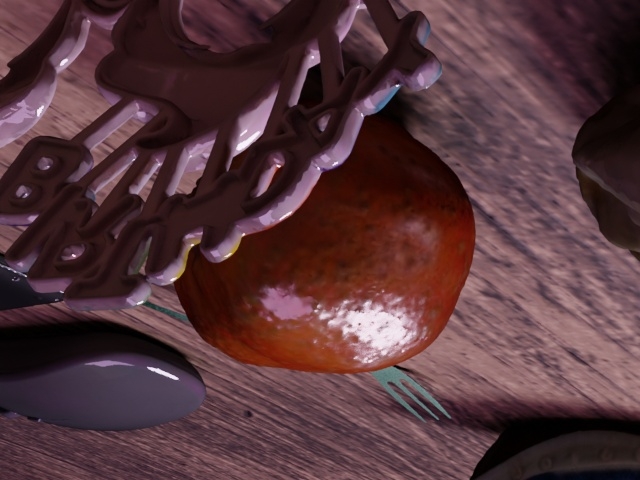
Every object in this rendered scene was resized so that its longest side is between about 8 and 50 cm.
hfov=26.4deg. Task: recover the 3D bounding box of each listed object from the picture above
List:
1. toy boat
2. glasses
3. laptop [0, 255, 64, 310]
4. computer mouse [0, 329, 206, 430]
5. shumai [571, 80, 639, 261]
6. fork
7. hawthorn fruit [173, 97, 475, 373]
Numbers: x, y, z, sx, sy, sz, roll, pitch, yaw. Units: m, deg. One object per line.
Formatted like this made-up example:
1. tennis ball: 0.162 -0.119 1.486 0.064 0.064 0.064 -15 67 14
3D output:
1. toy boat: 0.210 0.191 0.923 0.262 0.115 0.114 1 156 29
2. glasses: -0.082 -0.060 0.372 0.255 0.162 0.095 -3 151 35
3. laptop: -0.264 0.010 0.869 0.180 0.016 0.129 27 156 -37
4. computer mouse: -0.189 0.109 1.026 0.232 0.057 0.120 -7 152 41
5. shumai: 0.176 0.032 0.419 0.218 0.185 0.184 2 157 26
6. fork: -0.013 0.070 0.874 0.235 0.021 0.039 25 152 -26
7. hawthorn fruit: 0.000 0.000 0.554 0.128 0.128 0.128 11 160 4
